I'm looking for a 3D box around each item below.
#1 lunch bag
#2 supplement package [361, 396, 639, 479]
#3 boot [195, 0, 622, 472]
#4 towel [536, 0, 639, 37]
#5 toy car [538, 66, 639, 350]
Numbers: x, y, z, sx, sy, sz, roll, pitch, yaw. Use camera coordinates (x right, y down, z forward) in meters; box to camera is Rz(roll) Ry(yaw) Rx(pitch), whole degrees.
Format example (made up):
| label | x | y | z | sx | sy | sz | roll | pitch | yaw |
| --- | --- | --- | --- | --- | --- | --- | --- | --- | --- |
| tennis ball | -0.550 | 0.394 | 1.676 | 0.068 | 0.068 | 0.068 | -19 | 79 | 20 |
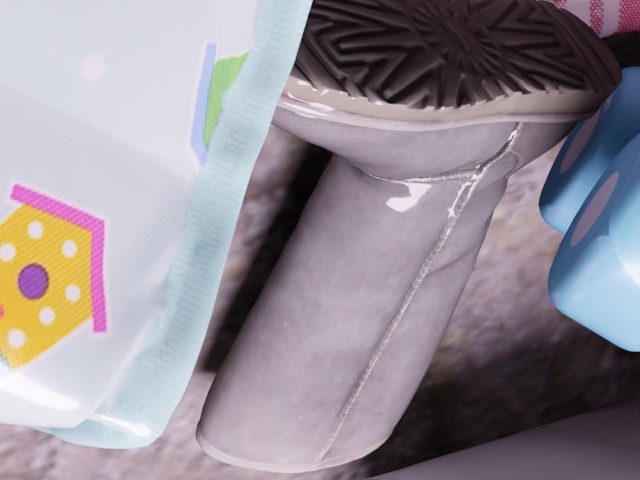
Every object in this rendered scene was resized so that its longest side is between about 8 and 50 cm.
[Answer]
| label | x | y | z | sx | sy | sz | roll | pitch | yaw |
| --- | --- | --- | --- | --- | --- | --- | --- | --- | --- |
| lunch bag | -0.155 | -0.065 | 0.393 | 0.223 | 0.262 | 0.160 | 26 | 81 | -31 |
| supplement package | 0.175 | 0.175 | 0.741 | 0.204 | 0.262 | 0.145 | -10 | 103 | -43 |
| boot | 0.000 | 0.002 | 0.667 | 0.190 | 0.076 | 0.208 | 5 | 136 | -38 |
| towel | 0.065 | -0.123 | 0.647 | 0.197 | 0.029 | 0.144 | -12 | 131 | -24 |
| toy car | 0.231 | -0.039 | 0.630 | 0.219 | 0.210 | 0.238 | 30 | 107 | -3 |
